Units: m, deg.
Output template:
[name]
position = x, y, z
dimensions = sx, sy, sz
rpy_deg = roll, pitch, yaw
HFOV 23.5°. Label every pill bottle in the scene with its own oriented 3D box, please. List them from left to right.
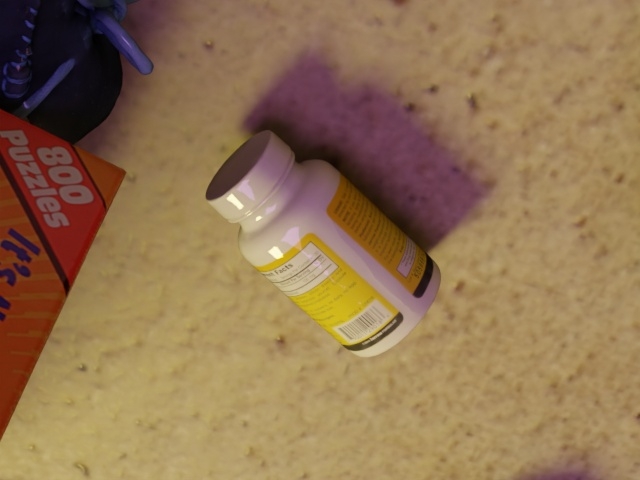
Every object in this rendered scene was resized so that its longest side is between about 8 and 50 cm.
[pill bottle]
position = 0.000, 0.000, 0.771
dimensions = 0.065, 0.065, 0.116
rpy_deg = -37, 112, 25

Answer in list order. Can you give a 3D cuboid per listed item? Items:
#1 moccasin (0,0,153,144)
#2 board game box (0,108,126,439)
[moccasin]
position = -0.141, -0.095, 0.705
dimensions = 0.117, 0.137, 0.342
rpy_deg = 23, 136, -14
[board game box]
position = -0.342, 0.115, 0.595
dimensions = 0.357, 0.356, 0.356
rpy_deg = 26, 129, -9
